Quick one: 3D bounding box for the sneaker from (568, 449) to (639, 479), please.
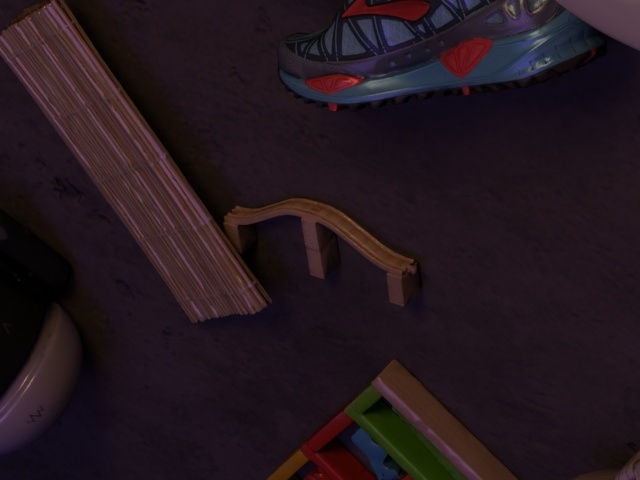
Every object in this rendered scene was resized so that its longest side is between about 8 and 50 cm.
[{"bbox_3d":[0.274,0.169,1.316,0.252,0.103,0.111,-15,108,40],"label":"sneaker"}]

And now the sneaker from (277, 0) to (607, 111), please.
[{"bbox_3d":[0.075,-0.162,1.227,0.261,0.104,0.125,-5,102,39],"label":"sneaker"}]

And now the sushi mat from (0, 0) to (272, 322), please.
[{"bbox_3d":[-0.166,-0.063,1.542,0.316,0.019,0.151,55,154,-10],"label":"sushi mat"}]

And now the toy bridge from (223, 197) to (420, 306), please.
[{"bbox_3d":[0.000,0.000,1.463,0.188,0.026,0.063,17,132,33],"label":"toy bridge"}]

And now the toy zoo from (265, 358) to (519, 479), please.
[{"bbox_3d":[0.060,0.241,1.610,0.192,0.030,0.293,45,140,2],"label":"toy zoo"}]

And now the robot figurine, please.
[{"bbox_3d":[-0.357,0.084,1.706,0.278,0.174,0.209,37,140,-22],"label":"robot figurine"}]

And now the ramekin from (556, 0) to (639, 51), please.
[{"bbox_3d":[0.209,-0.222,0.924,0.303,0.148,0.303,28,156,14],"label":"ramekin"}]
